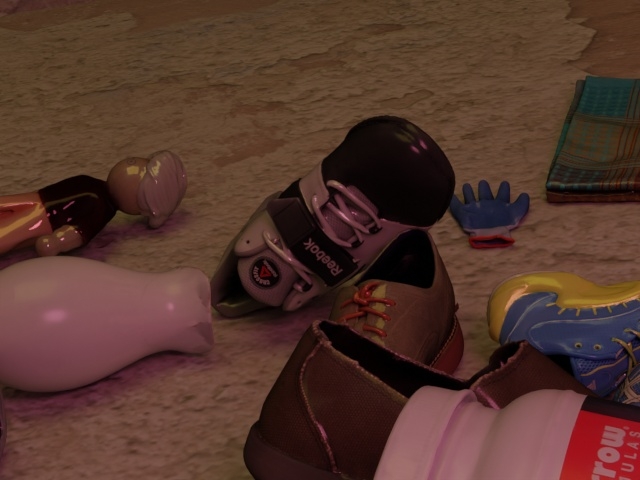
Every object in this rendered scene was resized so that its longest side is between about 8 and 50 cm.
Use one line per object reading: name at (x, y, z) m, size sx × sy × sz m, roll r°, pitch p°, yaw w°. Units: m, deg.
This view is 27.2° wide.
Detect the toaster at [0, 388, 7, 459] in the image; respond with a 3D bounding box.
toaster at (-0.346, 0.161, 1.075) m, size 0.146 × 0.129 × 0.227 m, roll -4°, pitch 21°, yaw 0°

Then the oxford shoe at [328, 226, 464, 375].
oxford shoe at (0.027, 0.102, 1.072) m, size 0.123 × 0.130 × 0.348 m, roll 0°, pitch 25°, yaw 18°

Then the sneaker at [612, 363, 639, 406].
sneaker at (0.256, 0.144, 0.993) m, size 0.211 × 0.080 × 0.081 m, roll -44°, pitch 2°, yaw -40°

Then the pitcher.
pitcher at (-0.224, 0.075, 1.264) m, size 0.207 × 0.125 × 0.178 m, roll -6°, pitch 0°, yaw -21°

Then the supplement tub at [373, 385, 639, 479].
supplement tub at (0.161, 0.176, 0.607) m, size 0.272 × 0.191 × 0.191 m, roll 11°, pitch 28°, yaw 16°

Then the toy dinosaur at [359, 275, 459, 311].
toy dinosaur at (0.072, 0.066, 1.284) m, size 0.090 × 0.047 × 0.082 m, roll 17°, pitch -1°, yaw -32°

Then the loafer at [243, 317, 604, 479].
loafer at (0.130, 0.134, 0.850) m, size 0.366 × 0.130 × 0.134 m, roll 11°, pitch 10°, yaw 10°

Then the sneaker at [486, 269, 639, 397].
sneaker at (0.260, 0.088, 1.113) m, size 0.240 × 0.091 × 0.126 m, roll -3°, pitch 41°, yaw 13°

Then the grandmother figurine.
grandmother figurine at (-0.319, -0.031, 1.544) m, size 0.342 × 0.104 × 0.208 m, roll -17°, pitch 33°, yaw -14°

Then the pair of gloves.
pair of gloves at (0.133, -0.027, 1.471) m, size 0.198 × 0.023 × 0.159 m, roll -4°, pitch 24°, yaw 9°

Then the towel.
towel at (0.425, -0.133, 1.598) m, size 0.271 × 0.040 × 0.370 m, roll -1°, pitch 25°, yaw 19°

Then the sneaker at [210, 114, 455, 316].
sneaker at (0.000, 0.000, 1.246) m, size 0.146 × 0.122 × 0.330 m, roll -47°, pitch 7°, yaw -36°
